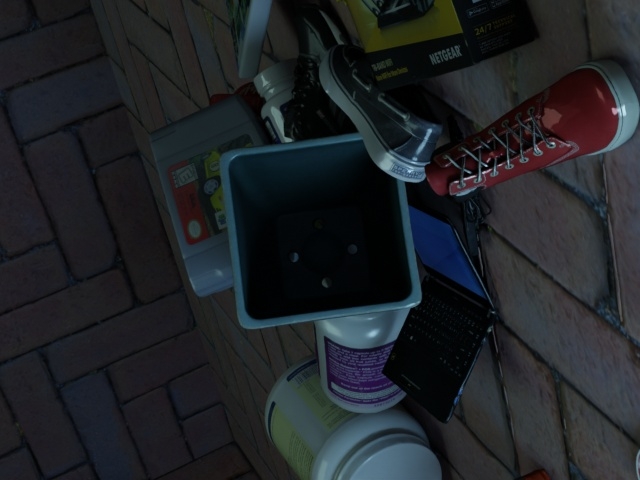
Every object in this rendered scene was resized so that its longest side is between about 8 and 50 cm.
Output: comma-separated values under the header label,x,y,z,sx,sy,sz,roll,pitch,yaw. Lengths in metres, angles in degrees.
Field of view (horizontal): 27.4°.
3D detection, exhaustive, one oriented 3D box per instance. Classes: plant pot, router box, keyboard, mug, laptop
label,x,y,z,sx,sy,sz,roll,pitch,yaw
plant pot,0.000,0.000,1.880,0.252,0.247,0.247,84,178,-82
router box,0.108,-0.308,1.500,0.243,0.081,0.309,69,165,-6
keyboard,0.196,-0.063,1.693,0.100,0.038,0.192,-95,-8,-53
mug,-0.097,-0.215,2.235,0.169,0.150,0.113,4,113,68
laptop,0.136,0.088,1.874,0.264,0.136,0.234,-66,22,4

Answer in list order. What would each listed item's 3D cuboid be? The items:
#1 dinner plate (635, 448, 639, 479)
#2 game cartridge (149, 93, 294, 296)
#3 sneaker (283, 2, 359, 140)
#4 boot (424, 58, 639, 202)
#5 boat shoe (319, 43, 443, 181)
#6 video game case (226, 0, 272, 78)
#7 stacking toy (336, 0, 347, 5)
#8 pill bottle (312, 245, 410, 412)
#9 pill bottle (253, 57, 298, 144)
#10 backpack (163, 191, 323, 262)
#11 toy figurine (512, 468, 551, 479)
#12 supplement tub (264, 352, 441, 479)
label,x,y,z,sx,sy,sz,roll,pitch,yaw
dinner plate,0.411,0.298,1.509,0.141,0.017,0.141,56,162,29
game cartridge,-0.151,-0.078,2.106,0.060,0.196,0.294,32,-142,-70
sneaker,-0.003,-0.206,1.953,0.107,0.124,0.283,25,137,67
boot,0.201,-0.099,1.320,0.088,0.176,0.244,67,164,4
boat shoe,0.084,-0.199,1.735,0.102,0.108,0.301,-65,28,28
video game case,-0.118,-0.451,1.996,0.329,0.036,0.300,113,148,-69
stacking toy,-0.018,-0.394,1.666,0.167,0.052,0.221,64,-158,10
pill bottle,0.071,0.137,2.138,0.169,0.169,0.301,55,162,35
pill bottle,-0.031,-0.190,2.097,0.187,0.112,0.112,65,165,5
backpack,-0.120,-0.047,2.293,0.290,0.273,0.355,34,-167,-8
toy figurine,0.302,0.459,1.871,0.213,0.148,0.209,48,157,48
supplement tub,0.058,0.374,2.413,0.325,0.235,0.235,44,153,55
